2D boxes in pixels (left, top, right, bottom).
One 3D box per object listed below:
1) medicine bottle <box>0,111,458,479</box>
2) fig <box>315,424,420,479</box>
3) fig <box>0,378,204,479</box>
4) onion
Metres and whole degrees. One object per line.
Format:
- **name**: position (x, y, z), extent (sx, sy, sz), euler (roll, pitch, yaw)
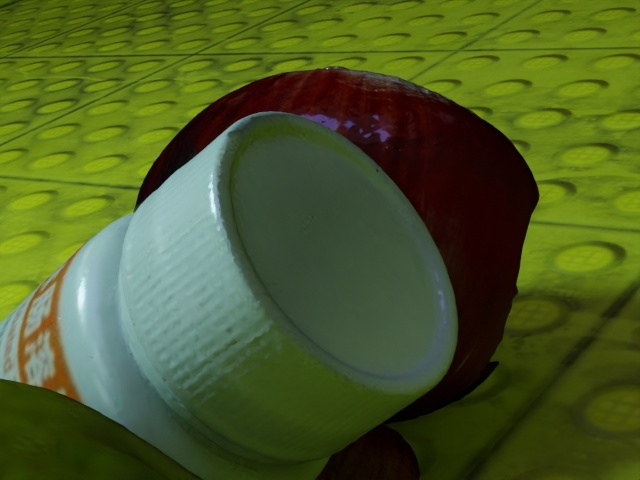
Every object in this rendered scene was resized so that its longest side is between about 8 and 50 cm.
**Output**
- **medicine bottle**: position (-0.105, 0.097, 0.766), extent (0.371, 0.211, 0.211), euler (-39, 6, 34)
- **fig**: position (0.001, 0.183, 0.832), extent (0.119, 0.119, 0.153), euler (0, 24, 27)
- **fig**: position (-0.144, 0.239, 0.541), extent (0.343, 0.343, 0.343), euler (-11, 22, 4)
- **onion**: position (-0.003, 0.008, 0.981), extent (0.341, 0.341, 0.341), euler (-11, 22, 4)
